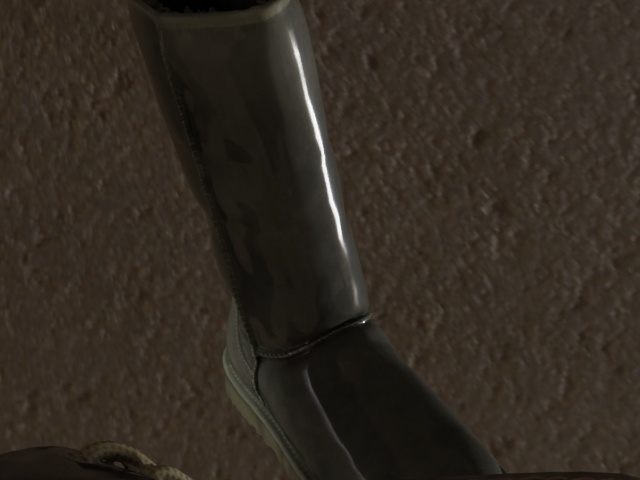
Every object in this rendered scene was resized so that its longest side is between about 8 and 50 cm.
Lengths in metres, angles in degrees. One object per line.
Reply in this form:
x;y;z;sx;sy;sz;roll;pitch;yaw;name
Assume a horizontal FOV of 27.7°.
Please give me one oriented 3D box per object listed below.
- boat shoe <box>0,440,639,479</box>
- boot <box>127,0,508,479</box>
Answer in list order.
-0.065;0.106;0.344;0.355;0.130;0.132;-8;118;-2;boat shoe
-0.001;0.001;0.502;0.076;0.190;0.208;-24;126;-32;boot
